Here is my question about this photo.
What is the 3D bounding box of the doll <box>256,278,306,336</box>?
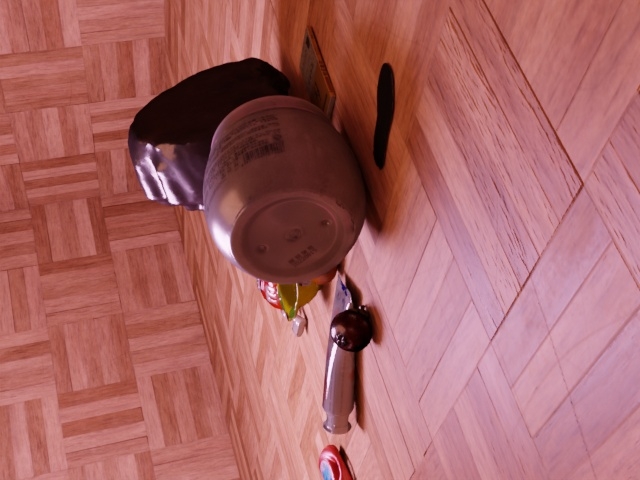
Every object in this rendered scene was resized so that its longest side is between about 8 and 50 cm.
[{"bbox_3d":[-0.097,0.108,2.184,0.217,0.085,0.183,54,152,41],"label":"doll"}]

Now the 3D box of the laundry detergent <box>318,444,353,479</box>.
[{"bbox_3d":[0.046,0.523,1.989,0.165,0.049,0.097,-128,35,-56],"label":"laundry detergent"}]

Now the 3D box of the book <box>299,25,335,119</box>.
[{"bbox_3d":[-0.008,-0.300,1.722,0.118,0.012,0.172,104,152,-59],"label":"book"}]

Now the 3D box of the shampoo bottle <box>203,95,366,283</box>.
[{"bbox_3d":[-0.064,-0.087,1.563,0.266,0.273,0.273,-101,11,-46],"label":"shampoo bottle"}]

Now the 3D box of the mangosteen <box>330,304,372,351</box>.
[{"bbox_3d":[0.058,0.163,1.662,0.081,0.081,0.081,170,90,-75],"label":"mangosteen"}]

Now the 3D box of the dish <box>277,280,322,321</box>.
[{"bbox_3d":[-0.041,0.071,1.953,0.149,0.080,0.208,-137,41,-60],"label":"dish"}]

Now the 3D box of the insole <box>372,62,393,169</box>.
[{"bbox_3d":[0.097,-0.189,1.416,0.064,0.004,0.188,-114,20,-44],"label":"insole"}]

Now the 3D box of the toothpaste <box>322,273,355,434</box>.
[{"bbox_3d":[0.039,0.230,1.799,0.100,0.066,0.323,-119,28,-63],"label":"toothpaste"}]

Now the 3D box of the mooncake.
[{"bbox_3d":[-0.207,-0.207,1.851,0.381,0.350,0.212,-78,-21,-58],"label":"mooncake"}]

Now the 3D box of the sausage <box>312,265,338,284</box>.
[{"bbox_3d":[0.000,0.000,1.769,0.076,0.076,0.198,-118,22,-50],"label":"sausage"}]
